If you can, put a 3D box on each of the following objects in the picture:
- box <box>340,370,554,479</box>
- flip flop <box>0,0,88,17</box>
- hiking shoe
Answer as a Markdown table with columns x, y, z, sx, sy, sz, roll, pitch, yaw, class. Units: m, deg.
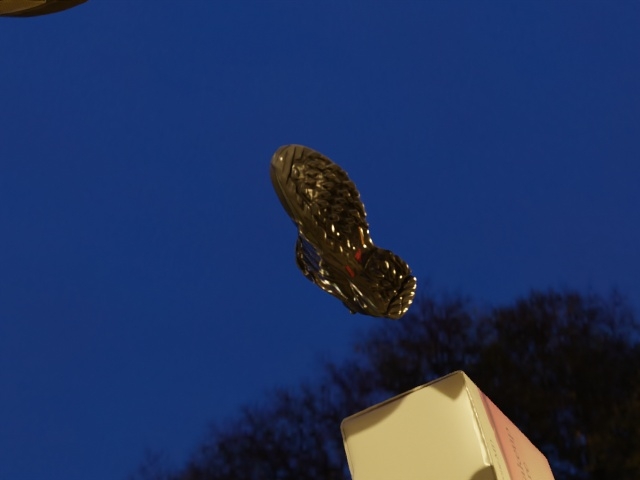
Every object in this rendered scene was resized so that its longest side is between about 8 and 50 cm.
| x | y | z | sx | sy | sz | roll | pitch | yaw | class |
| --- | --- | --- | --- | --- | --- | --- | --- | --- | --- |
| 0.135 | 0.243 | 1.269 | 0.127 | 0.148 | 0.232 | -26 | -37 | 15 | box |
| -0.180 | -0.277 | 1.117 | 0.277 | 0.080 | 0.112 | -39 | -16 | 15 | flip flop |
| 0.000 | 0.000 | 1.480 | 0.114 | 0.086 | 0.227 | -12 | -60 | 47 | hiking shoe |
